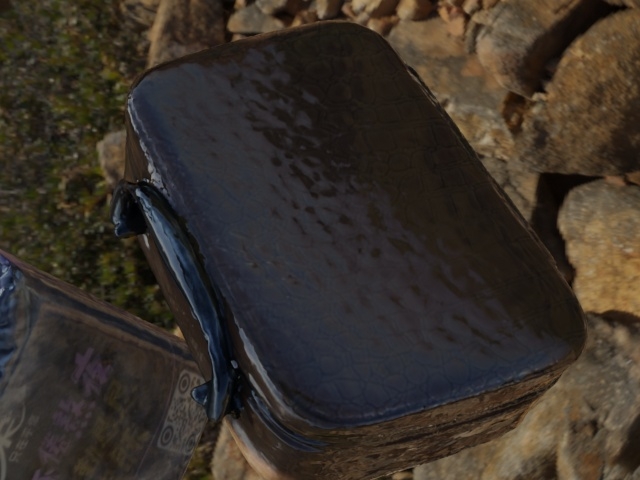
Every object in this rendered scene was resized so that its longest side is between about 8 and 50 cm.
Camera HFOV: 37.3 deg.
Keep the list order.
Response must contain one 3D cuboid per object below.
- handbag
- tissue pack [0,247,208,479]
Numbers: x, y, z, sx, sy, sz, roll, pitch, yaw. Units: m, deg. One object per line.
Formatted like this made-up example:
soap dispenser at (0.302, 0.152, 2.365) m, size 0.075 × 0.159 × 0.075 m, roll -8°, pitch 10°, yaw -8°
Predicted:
handbag at (0.000, 0.000, 0.391) m, size 0.193 × 0.151 × 0.072 m, roll 63°, pitch 153°, yaw 27°
tissue pack at (-0.234, 0.167, 0.808) m, size 0.122 × 0.361 × 0.259 m, roll 20°, pitch 80°, yaw 27°
